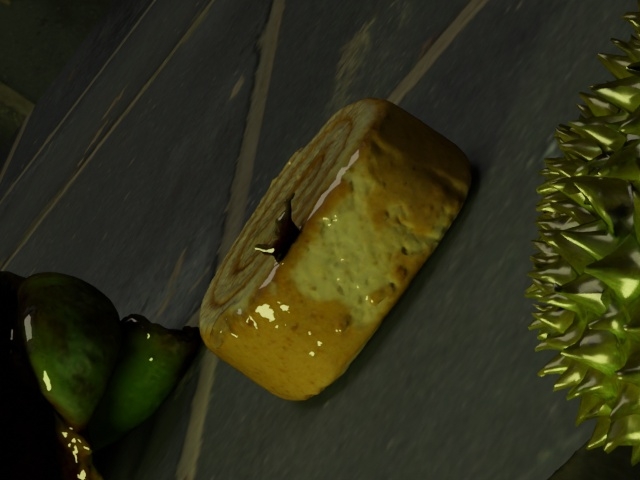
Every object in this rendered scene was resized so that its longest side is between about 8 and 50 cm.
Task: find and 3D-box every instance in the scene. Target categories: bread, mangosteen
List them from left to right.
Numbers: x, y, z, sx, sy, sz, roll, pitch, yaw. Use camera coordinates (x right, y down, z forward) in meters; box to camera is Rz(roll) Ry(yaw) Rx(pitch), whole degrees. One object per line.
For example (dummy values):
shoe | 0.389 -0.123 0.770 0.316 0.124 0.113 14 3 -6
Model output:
mangosteen | -0.251 0.133 1.111 0.306 0.360 0.306 179 90 -73
bread | 0.000 0.000 0.902 0.149 0.073 0.122 -55 13 1

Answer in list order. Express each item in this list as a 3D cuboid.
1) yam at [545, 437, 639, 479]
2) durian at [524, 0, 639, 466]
yam | 0.047 0.130 0.424 0.106 0.106 0.259 -43 21 40
durian | 0.135 -0.019 0.398 0.198 0.146 0.159 -46 1 15
